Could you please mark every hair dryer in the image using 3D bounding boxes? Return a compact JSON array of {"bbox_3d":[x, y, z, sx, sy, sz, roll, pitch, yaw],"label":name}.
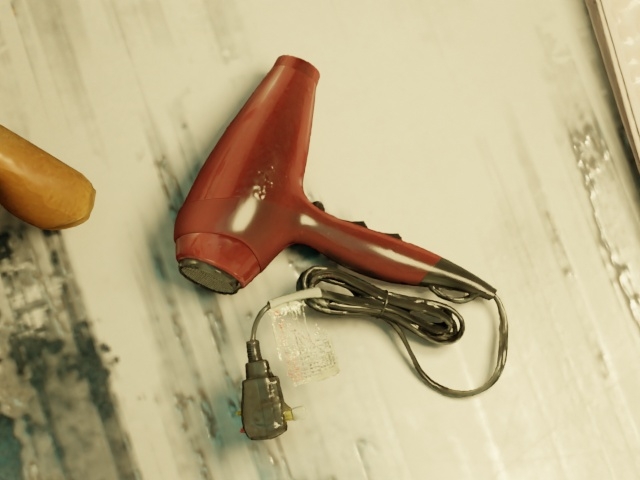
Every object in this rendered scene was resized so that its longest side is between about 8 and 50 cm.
[{"bbox_3d":[0.000,0.000,1.497,0.224,0.080,0.293,-14,81,-20],"label":"hair dryer"}]

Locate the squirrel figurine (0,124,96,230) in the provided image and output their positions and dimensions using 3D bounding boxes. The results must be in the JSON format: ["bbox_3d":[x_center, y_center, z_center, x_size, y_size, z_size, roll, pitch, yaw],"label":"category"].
[{"bbox_3d":[-0.436,0.006,1.416,0.397,0.281,0.370,28,84,23],"label":"squirrel figurine"}]

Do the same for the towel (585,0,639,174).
[{"bbox_3d":[0.394,-0.129,1.524,0.332,0.053,0.317,-12,76,-2],"label":"towel"}]
